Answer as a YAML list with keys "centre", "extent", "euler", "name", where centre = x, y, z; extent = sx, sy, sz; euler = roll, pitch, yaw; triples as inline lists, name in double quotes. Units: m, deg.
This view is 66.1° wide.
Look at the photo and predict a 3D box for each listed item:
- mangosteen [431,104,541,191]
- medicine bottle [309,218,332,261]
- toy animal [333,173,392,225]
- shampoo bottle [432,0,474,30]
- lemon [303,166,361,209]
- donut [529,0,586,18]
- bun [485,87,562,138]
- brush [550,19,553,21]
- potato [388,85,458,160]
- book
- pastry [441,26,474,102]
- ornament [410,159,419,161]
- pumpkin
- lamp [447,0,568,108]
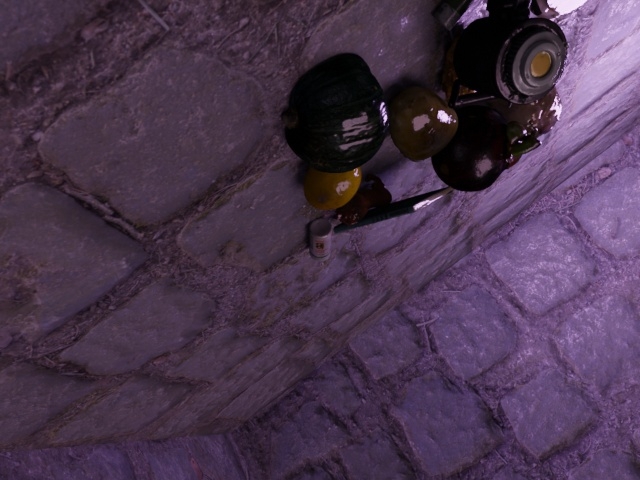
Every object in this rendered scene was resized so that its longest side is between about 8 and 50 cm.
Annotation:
- centre: [0.564, -0.312, 1.731]
  extent: [0.306, 0.360, 0.306]
  euler: [-45, 147, -40]
  name: "mangosteen"
- centre: [0.000, 0.000, 1.857]
  extent: [0.086, 0.086, 0.183]
  euler: [-29, 153, -17]
  name: "medicine bottle"
- centre: [0.157, -0.140, 1.735]
  extent: [0.312, 0.157, 0.097]
  euler: [-19, 151, -31]
  name: "toy animal"
- centre: [0.380, -0.644, 1.262]
  extent: [0.204, 0.065, 0.065]
  euler: [-49, 152, 24]
  name: "shampoo bottle"
- centre: [0.034, -0.182, 1.498]
  extent: [0.170, 0.170, 0.207]
  euler: [-19, 157, -33]
  name: "lemon"
- centre: [0.684, -0.785, 1.306]
  extent: [0.383, 0.142, 0.382]
  euler: [-30, 155, -15]
  name: "donut"
- centre: [0.749, -0.472, 1.809]
  extent: [0.282, 0.204, 0.281]
  euler: [-11, 161, -4]
  name: "bun"
- centre: [0.778, -0.672, 1.724]
  extent: [0.072, 0.067, 0.313]
  euler: [-30, 152, -12]
  name: "brush"
- centre: [0.306, -0.363, 1.521]
  extent: [0.210, 0.173, 0.307]
  euler: [-42, 153, 16]
  name: "potato"
- centre: [0.257, -0.111, 1.785]
  extent: [0.264, 0.031, 0.379]
  euler: [-28, -171, -42]
  name: "book"
- centre: [0.449, -0.523, 1.506]
  extent: [0.154, 0.102, 0.250]
  euler: [-34, 153, -9]
  name: "pastry"
- centre: [0.357, -0.345, 1.729]
  extent: [0.075, 0.081, 0.156]
  euler: [-10, 140, -36]
  name: "ornament"
- centre: [0.055, -0.300, 1.282]
  extent: [0.263, 0.197, 0.293]
  euler: [-23, 150, -21]
  name: "pumpkin"
- centre: [0.488, -0.461, 1.277]
  extent: [0.205, 0.272, 0.374]
  euler: [-14, 139, -10]
  name: "lamp"
